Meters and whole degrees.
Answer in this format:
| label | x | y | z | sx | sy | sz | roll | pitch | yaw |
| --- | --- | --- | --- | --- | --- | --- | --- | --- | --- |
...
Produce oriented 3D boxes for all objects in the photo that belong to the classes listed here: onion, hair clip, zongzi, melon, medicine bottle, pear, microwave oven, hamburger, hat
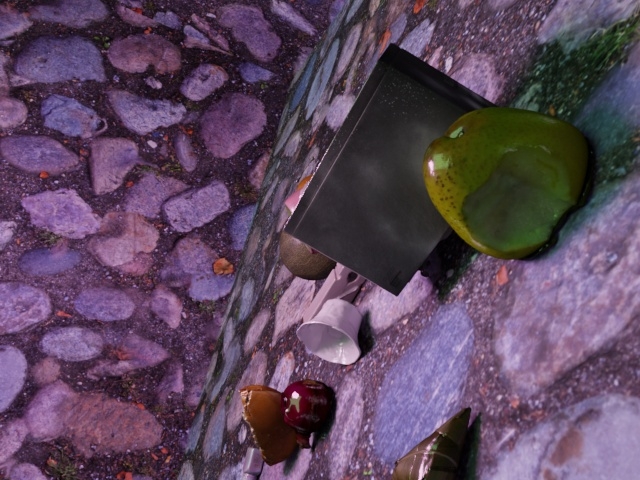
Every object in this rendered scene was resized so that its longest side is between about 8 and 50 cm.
| label | x | y | z | sx | sy | sz | roll | pitch | yaw |
| --- | --- | --- | --- | --- | --- | --- | --- | --- | --- |
| onion | -0.056 | 0.497 | 1.645 | 0.173 | 0.136 | 0.198 | 161 | 125 | -72 |
| hair clip | 0.055 | 0.151 | 1.753 | 0.330 | 0.101 | 0.085 | -61 | 15 | 24 |
| zongzi | 0.208 | 0.392 | 1.073 | 0.176 | 0.079 | 0.160 | -66 | 14 | -20 |
| melon | 0.000 | 0.000 | 1.845 | 0.302 | 0.238 | 0.237 | -44 | 31 | 43 |
| medicine bottle | -0.238 | 0.792 | 2.005 | 0.074 | 0.055 | 0.117 | -33 | 39 | 62 |
| pear | 0.314 | -0.113 | 1.017 | 0.159 | 0.293 | 0.292 | -85 | 21 | -65 |
| microwave oven | 0.172 | -0.150 | 1.269 | 0.432 | 0.375 | 0.236 | -58 | 3 | 30 |
| hamburger | -0.147 | 0.553 | 1.749 | 0.144 | 0.157 | 0.282 | -103 | -4 | -65 |
| hat | 0.044 | 0.244 | 1.604 | 0.126 | 0.203 | 0.203 | -59 | 8 | -35 |

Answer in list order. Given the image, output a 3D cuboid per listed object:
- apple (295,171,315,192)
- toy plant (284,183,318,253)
| label | x | y | z | sx | sy | sz | roll | pitch | yaw |
| --- | --- | --- | --- | --- | --- | --- | --- | --- | --- |
| apple | 0.031 | -0.154 | 1.987 | 0.235 | 0.211 | 0.173 | -33 | 66 | 49 |
| toy plant | 0.094 | -0.101 | 1.577 | 0.317 | 0.357 | 0.210 | -131 | 21 | -59 |
